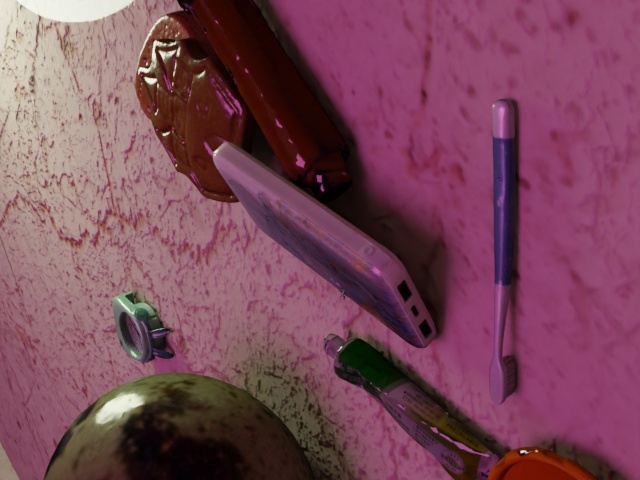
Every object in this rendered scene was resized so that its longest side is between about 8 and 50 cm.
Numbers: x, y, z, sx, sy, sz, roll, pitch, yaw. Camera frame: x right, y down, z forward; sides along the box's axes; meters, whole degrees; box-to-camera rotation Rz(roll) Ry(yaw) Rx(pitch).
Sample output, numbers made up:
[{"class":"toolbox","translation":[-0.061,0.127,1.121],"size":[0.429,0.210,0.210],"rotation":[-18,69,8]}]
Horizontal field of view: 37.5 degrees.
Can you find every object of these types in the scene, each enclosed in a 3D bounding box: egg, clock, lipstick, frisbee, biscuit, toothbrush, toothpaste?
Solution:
[{"class":"egg","translation":[-0.161,0.370,1.172],"size":[0.345,0.345,0.428],"rotation":[12,130,53]},{"class":"clock","translation":[-0.285,0.147,1.513],"size":[0.135,0.041,0.101],"rotation":[26,127,47]},{"class":"lipstick","translation":[-0.088,-0.221,0.983],"size":[0.418,0.077,0.077],"rotation":[59,146,15]},{"class":"frisbee","translation":[0.221,0.266,0.822],"size":[0.192,0.035,0.192],"rotation":[34,133,45]},{"class":"biscuit","translation":[-0.156,-0.171,1.146],"size":[0.192,0.036,0.186],"rotation":[58,143,15]},{"class":"toothbrush","translation":[0.157,0.015,0.800],"size":[0.019,0.025,0.276],"rotation":[19,120,45]},{"class":"toothpaste","translation":[0.087,0.171,0.967],"size":[0.248,0.046,0.078],"rotation":[37,140,38]},{"class":"biscuit","translation":[-0.152,-0.147,1.091],"size":[0.215,0.034,0.182],"rotation":[39,137,34]}]

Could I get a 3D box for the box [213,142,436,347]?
[{"class":"box","translation":[0.000,0.000,0.954],"size":[0.285,0.044,0.142],"rotation":[36,164,41]}]
